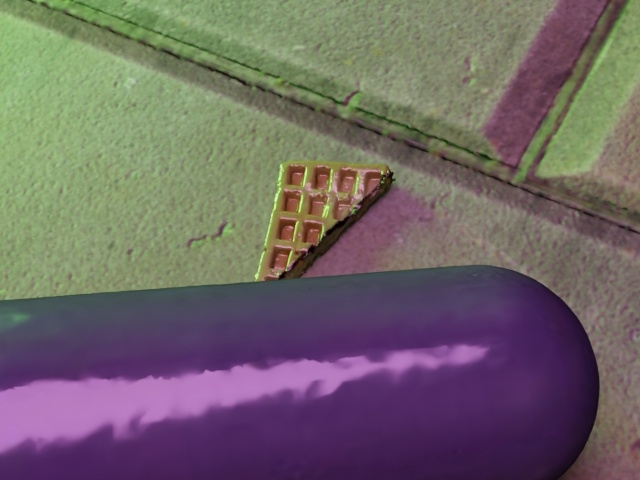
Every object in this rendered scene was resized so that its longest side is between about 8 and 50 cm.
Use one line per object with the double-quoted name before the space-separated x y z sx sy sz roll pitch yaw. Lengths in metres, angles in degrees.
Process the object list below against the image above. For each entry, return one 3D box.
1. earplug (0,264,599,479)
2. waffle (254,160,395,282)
"earplug" -0.031 0.119 1.202 0.456 0.215 0.215 -8 57 -4
"waffle" 0.000 0.000 1.375 0.098 0.023 0.152 6 57 10
